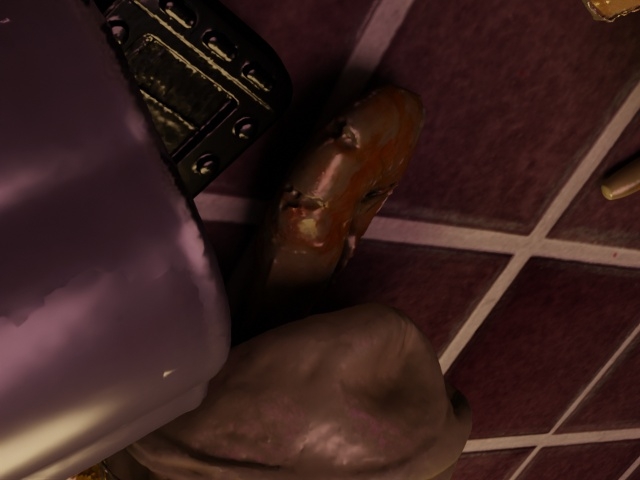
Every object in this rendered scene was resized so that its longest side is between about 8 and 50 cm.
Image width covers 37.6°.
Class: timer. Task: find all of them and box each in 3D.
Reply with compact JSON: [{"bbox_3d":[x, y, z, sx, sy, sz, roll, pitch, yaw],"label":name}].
[{"bbox_3d":[-0.121,-0.075,0.575,0.187,0.055,0.144,-41,138,14],"label":"timer"}]

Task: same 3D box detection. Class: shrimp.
[{"bbox_3d":[0.001,0.001,0.726,0.154,0.062,0.294,-28,156,-45],"label":"shrimp"}]

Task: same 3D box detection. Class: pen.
[{"bbox_3d":[0.371,-0.105,0.908,0.233,0.032,0.040,-29,117,-7],"label":"pen"}]

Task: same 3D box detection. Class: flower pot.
[{"bbox_3d":[-0.206,0.015,0.364,0.243,0.265,0.265,-31,144,-31],"label":"flower pot"}]

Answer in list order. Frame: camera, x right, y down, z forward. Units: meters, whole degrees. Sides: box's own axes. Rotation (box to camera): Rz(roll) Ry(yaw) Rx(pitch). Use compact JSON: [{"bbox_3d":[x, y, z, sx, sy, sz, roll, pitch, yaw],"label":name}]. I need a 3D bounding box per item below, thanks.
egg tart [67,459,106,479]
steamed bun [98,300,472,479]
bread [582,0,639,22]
[{"bbox_3d":[-0.242,0.201,0.742,0.213,0.090,0.212,-22,137,-21],"label":"egg tart"},{"bbox_3d":[-0.012,0.188,0.726,0.280,0.207,0.268,-23,162,6],"label":"steamed bun"},{"bbox_3d":[0.213,-0.226,0.637,0.125,0.082,0.106,-35,132,17],"label":"bread"}]
